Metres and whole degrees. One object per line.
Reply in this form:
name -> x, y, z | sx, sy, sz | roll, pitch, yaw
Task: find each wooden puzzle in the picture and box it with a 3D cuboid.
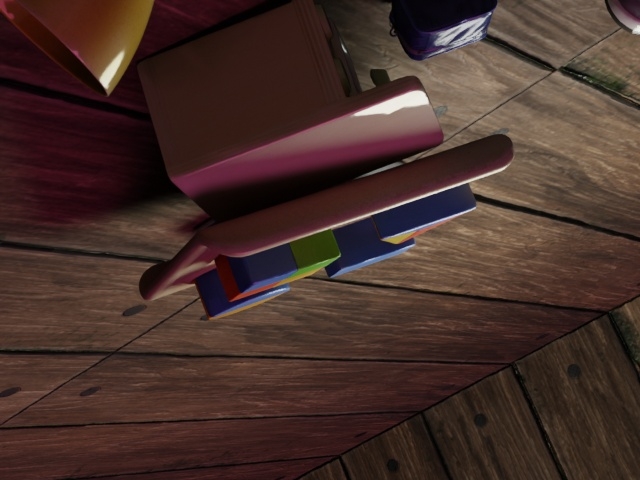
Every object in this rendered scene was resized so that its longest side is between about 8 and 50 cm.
wooden puzzle -> 0.000, 0.000, 1.405 | 0.322, 0.080, 0.348 | -19, 178, -21

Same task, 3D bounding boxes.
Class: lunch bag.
lunch bag -> 0.110, -0.211, 1.281 | 0.098, 0.067, 0.065 | -19, 160, -8

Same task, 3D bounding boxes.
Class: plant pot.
plant pot -> -0.171, -0.183, 0.981 | 0.095, 0.134, 0.134 | -50, 163, -7

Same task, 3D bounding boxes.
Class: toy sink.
toy sink -> -0.025, -0.129, 1.258 | 0.234, 0.131, 0.153 | -20, 162, 8

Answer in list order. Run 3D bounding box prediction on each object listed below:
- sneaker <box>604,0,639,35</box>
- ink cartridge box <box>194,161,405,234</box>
sneaker -> 0.417, -0.300, 1.293 | 0.295, 0.124, 0.178 | -27, 167, -12
ink cartridge box -> -0.004, -0.033, 1.669 | 0.223, 0.045, 0.224 | -32, 160, 24
